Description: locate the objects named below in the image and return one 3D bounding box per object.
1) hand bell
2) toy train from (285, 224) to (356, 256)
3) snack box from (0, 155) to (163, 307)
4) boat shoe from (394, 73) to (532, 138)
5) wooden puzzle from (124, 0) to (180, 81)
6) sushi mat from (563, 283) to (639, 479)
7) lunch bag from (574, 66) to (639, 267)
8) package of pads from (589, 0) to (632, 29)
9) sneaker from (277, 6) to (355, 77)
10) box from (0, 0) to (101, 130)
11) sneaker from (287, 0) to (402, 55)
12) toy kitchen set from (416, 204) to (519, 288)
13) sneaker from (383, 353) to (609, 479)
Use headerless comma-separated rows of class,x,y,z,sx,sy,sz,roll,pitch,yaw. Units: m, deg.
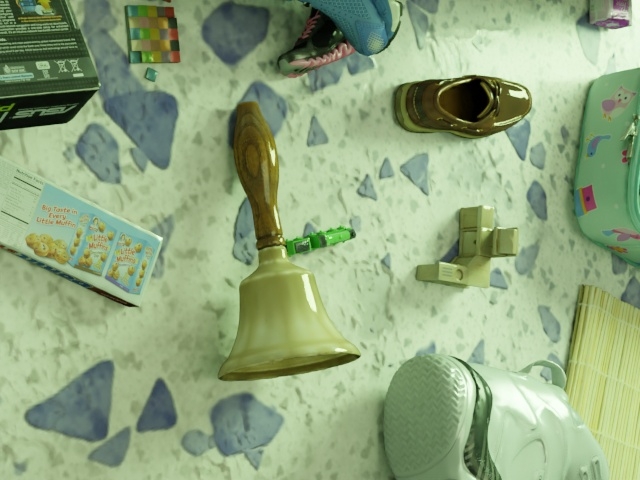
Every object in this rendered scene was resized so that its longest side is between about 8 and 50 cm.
hand bell,-0.046,-0.005,1.176,0.126,0.126,0.242,0,74,-39
toy train,0.000,0.000,1.243,0.083,0.023,0.017,-14,97,-38
snack box,-0.210,-0.008,1.073,0.178,0.022,0.064,29,69,-34
boat shoe,0.157,-0.137,1.355,0.178,0.060,0.064,-6,91,-39
wooden puzzle,-0.144,-0.178,1.147,0.049,0.006,0.083,-7,92,-39
sushi mat,0.317,0.221,1.492,0.151,0.019,0.316,22,74,-37
lunch bag,0.415,-0.076,1.530,0.279,0.108,0.224,23,73,-36
package of pads,0.332,-0.286,1.524,0.050,0.032,0.083,6,84,-38
sneaker,-0.003,-0.191,1.243,0.119,0.047,0.057,-31,100,-43
box,-0.312,-0.176,0.932,0.270,0.060,0.216,-12,74,-40
sneaker,-0.066,-0.261,1.149,0.330,0.130,0.147,38,96,-29
toy kitchen set,0.149,0.003,1.335,0.075,0.068,0.083,10,81,-38
sneaker,0.180,0.288,1.299,0.210,0.137,0.366,-1,85,-36
